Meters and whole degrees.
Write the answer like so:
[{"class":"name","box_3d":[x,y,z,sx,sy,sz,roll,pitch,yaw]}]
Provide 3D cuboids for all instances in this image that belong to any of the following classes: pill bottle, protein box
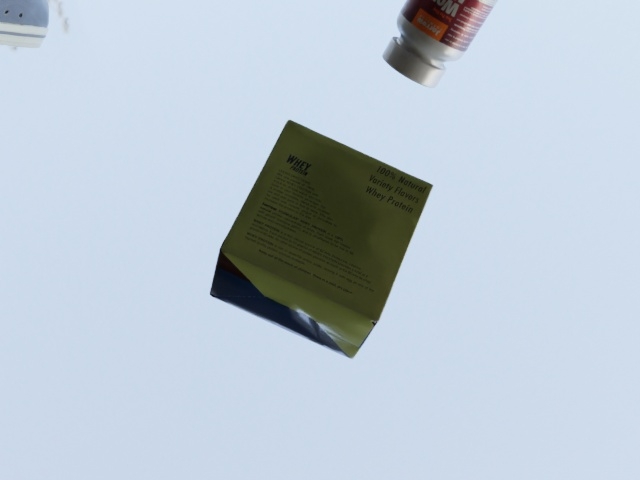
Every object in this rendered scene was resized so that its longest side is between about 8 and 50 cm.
[{"class":"pill bottle","box_3d":[0.193,-0.354,1.488,0.121,0.221,0.121,26,-157,-12]},{"class":"protein box","box_3d":[0.000,0.000,1.182,0.200,0.136,0.201,24,-118,0]}]

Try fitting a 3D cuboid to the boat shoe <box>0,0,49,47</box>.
[{"class":"boat shoe","box_3d":[-0.533,-0.363,1.354,0.187,0.500,0.155,12,-80,10]}]
